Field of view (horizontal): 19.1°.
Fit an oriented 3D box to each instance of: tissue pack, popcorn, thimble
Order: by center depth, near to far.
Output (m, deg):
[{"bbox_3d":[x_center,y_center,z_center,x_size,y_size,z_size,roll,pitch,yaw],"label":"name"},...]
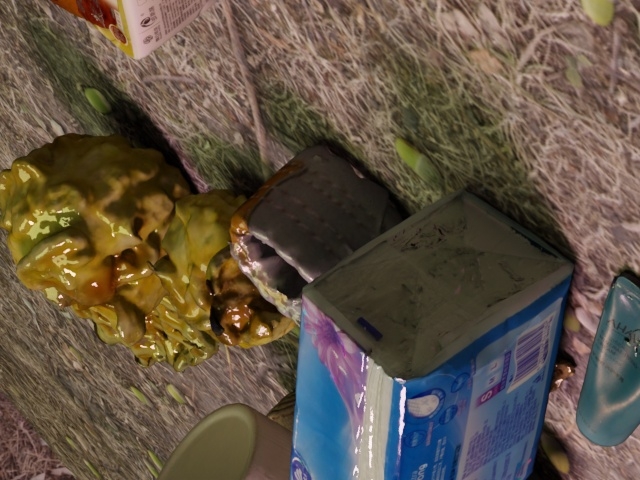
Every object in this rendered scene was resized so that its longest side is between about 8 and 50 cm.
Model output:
[{"bbox_3d":[0.085,0.121,1.574,0.146,0.198,0.263,39,144,29],"label":"tissue pack"},{"bbox_3d":[-0.155,-0.247,1.598,0.099,0.106,0.148,40,158,23],"label":"tissue pack"},{"bbox_3d":[0.002,0.002,1.720,0.151,0.118,0.127,44,160,7],"label":"thimble"},{"bbox_3d":[-0.079,0.023,1.902,0.195,0.174,0.168,149,101,-79],"label":"popcorn"},{"bbox_3d":[-0.240,-0.007,2.053,0.181,0.216,0.235,3,166,45],"label":"popcorn"}]

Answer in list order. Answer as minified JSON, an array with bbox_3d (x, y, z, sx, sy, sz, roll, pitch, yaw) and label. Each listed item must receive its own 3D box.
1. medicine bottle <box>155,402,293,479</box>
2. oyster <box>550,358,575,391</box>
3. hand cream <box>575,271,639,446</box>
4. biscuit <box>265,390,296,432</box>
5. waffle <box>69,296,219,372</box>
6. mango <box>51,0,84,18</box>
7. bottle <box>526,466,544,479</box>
[{"bbox_3d":[0.007,0.346,2.061,0.371,0.211,0.211,35,167,-25],"label":"medicine bottle"},{"bbox_3d":[0.157,0.109,1.702,0.121,0.045,0.146,43,158,12],"label":"oyster"},{"bbox_3d":[0.248,0.107,1.529,0.083,0.048,0.224,43,155,20],"label":"hand cream"},{"bbox_3d":[0.012,0.216,2.177,0.108,0.062,0.239,48,161,-4],"label":"biscuit"},{"bbox_3d":[-0.257,0.052,2.412,0.297,0.073,0.317,47,154,-14],"label":"waffle"},{"bbox_3d":[-0.229,-0.247,1.818,0.080,0.060,0.114,38,162,-20],"label":"mango"},{"bbox_3d":[0.141,0.254,1.869,0.156,0.143,0.271,24,165,-9],"label":"bottle"}]
